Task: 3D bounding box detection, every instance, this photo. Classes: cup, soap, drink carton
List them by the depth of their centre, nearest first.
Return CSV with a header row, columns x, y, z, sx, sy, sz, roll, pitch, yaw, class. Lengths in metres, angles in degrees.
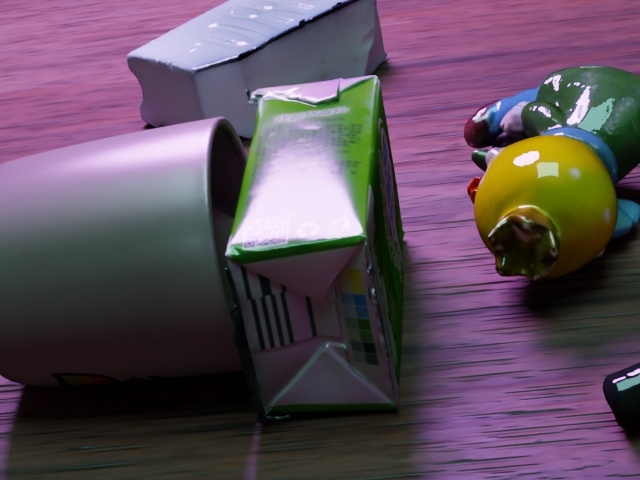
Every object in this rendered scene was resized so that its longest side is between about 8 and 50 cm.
x,y,z,sx,sy,sz,roll,pitch,yaw,class
0.000,0.000,1.371,0.108,0.161,0.271,-6,30,7,drink carton
-0.150,0.015,1.400,0.200,0.191,0.253,-8,0,10,cup
-0.056,-0.184,1.780,0.145,0.091,0.230,20,43,41,soap

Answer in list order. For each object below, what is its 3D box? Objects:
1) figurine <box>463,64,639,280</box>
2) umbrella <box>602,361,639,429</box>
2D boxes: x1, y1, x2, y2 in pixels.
x,y,z,sx,sy,sz,roll,pitch,yaw,class
0.169,-0.045,1.452,0.185,0.127,0.234,-2,42,38,figurine
0.352,0.046,1.224,0.337,0.073,0.067,-25,24,5,umbrella
